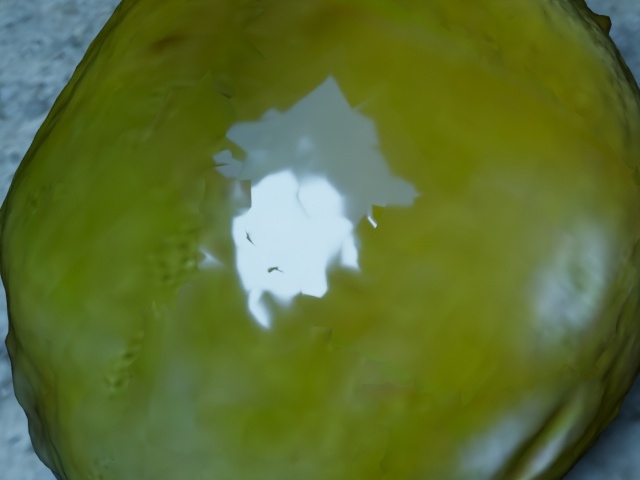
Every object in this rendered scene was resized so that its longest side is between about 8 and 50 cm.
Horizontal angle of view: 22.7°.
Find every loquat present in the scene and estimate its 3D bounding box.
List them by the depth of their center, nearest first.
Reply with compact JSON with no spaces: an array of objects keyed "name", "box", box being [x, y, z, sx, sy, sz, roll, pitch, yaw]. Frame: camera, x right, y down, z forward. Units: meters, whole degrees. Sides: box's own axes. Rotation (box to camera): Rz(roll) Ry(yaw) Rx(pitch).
[{"name":"loquat","box":[0.000,0.000,0.651,0.284,0.276,0.276,-34,63,-10]}]
